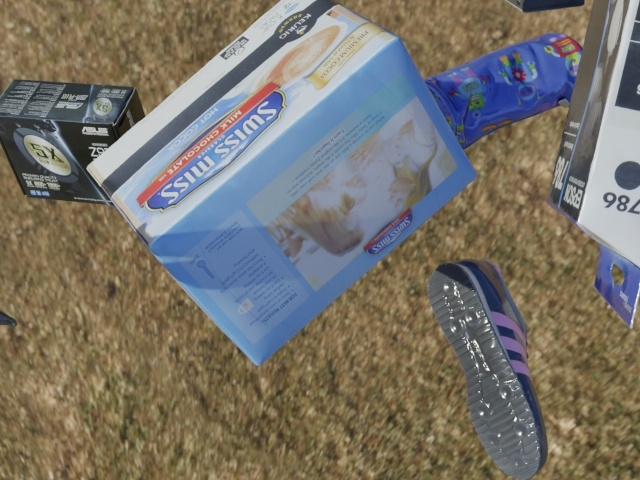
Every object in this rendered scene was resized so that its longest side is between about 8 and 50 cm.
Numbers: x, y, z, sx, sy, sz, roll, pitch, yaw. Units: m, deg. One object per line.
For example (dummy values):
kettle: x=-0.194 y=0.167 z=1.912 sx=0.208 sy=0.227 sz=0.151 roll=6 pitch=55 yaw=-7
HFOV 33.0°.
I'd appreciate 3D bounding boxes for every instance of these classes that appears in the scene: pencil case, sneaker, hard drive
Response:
pencil case: x=0.290 y=-0.236 z=1.732 sx=0.306 sy=0.119 sz=0.133 roll=-22 pitch=77 yaw=-22
sneaker: x=0.267 y=0.173 z=1.537 sx=0.131 sy=0.112 sz=0.318 roll=-10 pitch=79 yaw=-45
hard drive: x=0.302 y=-0.358 z=1.538 sx=0.094 sy=0.022 sz=0.135 roll=-10 pitch=31 yaw=-13

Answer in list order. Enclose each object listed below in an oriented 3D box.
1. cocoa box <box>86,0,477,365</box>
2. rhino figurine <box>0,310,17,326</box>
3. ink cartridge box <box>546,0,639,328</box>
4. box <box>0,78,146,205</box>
cocoa box: x=-0.044 y=-0.079 z=1.247 sx=0.347 sy=0.231 sz=0.228 roll=-41 pitch=38 yaw=-5
rhino figurine: x=-0.379 y=0.063 z=0.909 sx=0.243 sy=0.106 sz=0.073 roll=6 pitch=105 yaw=-6
ink cartridge box: x=0.239 y=-0.110 z=0.851 sx=0.065 sy=0.165 sz=0.332 roll=10 pitch=98 yaw=2
box: x=-0.315 y=-0.126 z=1.409 sx=0.180 sy=0.147 sz=0.077 roll=6 pitch=47 yaw=15
